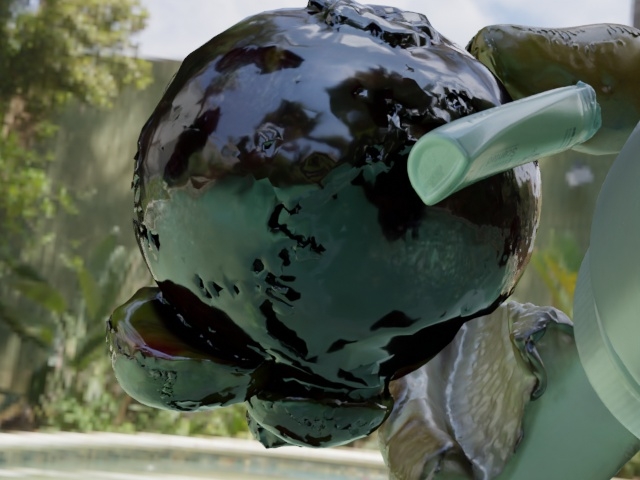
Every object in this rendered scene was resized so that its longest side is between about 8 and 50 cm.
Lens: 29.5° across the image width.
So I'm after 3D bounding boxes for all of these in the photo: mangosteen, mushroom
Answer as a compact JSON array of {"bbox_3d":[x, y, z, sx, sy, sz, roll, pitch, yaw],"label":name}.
[{"bbox_3d":[-0.012,-0.021,1.125,0.381,0.421,0.381,36,21,-16],"label":"mangosteen"},{"bbox_3d":[0.190,0.208,1.528,0.224,0.313,0.397,39,-3,-22],"label":"mushroom"}]

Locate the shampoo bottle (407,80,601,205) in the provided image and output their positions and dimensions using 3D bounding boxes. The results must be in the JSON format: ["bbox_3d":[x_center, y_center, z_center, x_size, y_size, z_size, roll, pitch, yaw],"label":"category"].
[{"bbox_3d":[0.146,-0.079,0.936,0.212,0.049,0.072,-22,-24,-46],"label":"shampoo bottle"}]

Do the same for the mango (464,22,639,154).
[{"bbox_3d":[0.274,-0.175,1.330,0.249,0.156,0.151,17,31,-16],"label":"mango"}]

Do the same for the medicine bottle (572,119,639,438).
[{"bbox_3d":[0.238,-0.002,0.565,0.208,0.208,0.339,6,-18,2],"label":"medicine bottle"}]
